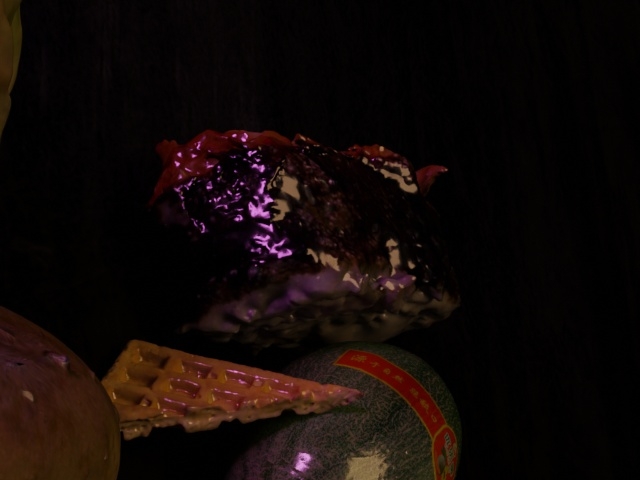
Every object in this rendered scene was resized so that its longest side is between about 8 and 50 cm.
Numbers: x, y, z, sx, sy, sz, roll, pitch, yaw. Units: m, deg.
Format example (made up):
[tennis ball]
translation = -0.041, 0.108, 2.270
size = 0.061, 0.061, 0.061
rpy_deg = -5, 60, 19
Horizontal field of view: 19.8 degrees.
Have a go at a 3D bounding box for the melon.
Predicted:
[melon]
translation = 0.023, 0.177, 1.516
size = 0.182, 0.182, 0.287
rpy_deg = 64, 26, -10

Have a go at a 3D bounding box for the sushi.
[sushi]
translation = 0.000, 0.000, 1.582
size = 0.343, 0.196, 0.181
rpy_deg = 9, 71, -59

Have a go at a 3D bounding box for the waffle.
[waffle]
translation = -0.076, 0.130, 1.376
size = 0.125, 0.191, 0.032
rpy_deg = -55, 153, -59

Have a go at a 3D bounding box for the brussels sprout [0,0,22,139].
[brussels sprout]
translation = -0.307, -0.167, 1.075
size = 0.328, 0.247, 0.328
rpy_deg = 15, 90, -70

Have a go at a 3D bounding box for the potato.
[potato]
translation = -0.239, 0.123, 1.073
size = 0.210, 0.173, 0.307
rpy_deg = 50, 21, 23
